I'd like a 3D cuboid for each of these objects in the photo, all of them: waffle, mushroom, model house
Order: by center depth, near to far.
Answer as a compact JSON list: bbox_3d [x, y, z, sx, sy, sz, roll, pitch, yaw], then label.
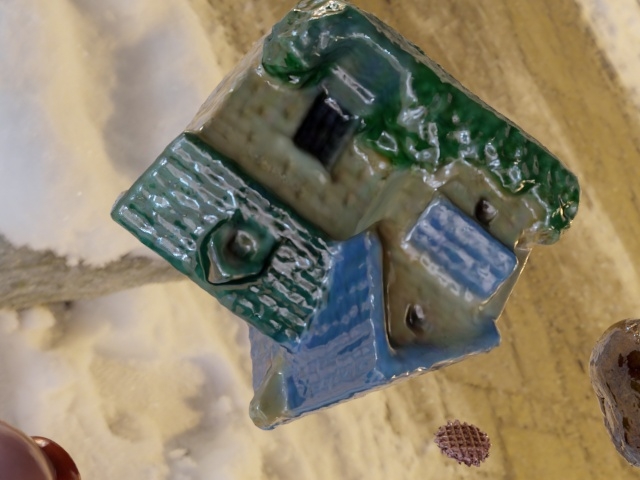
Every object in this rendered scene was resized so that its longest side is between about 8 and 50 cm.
[{"bbox_3d":[0.000,0.000,1.128,0.382,0.334,0.342,40,59,-11],"label":"model house"},{"bbox_3d":[0.438,0.219,1.416,0.231,0.138,0.194,60,13,-7],"label":"mushroom"},{"bbox_3d":[0.204,0.289,1.521,0.083,0.029,0.075,24,32,22],"label":"waffle"}]

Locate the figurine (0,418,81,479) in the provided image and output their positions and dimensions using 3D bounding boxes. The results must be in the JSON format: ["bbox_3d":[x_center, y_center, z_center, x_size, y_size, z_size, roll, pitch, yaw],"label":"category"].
[{"bbox_3d":[-0.327,0.242,0.966,0.173,0.173,0.173,30,45,-36],"label":"figurine"}]
